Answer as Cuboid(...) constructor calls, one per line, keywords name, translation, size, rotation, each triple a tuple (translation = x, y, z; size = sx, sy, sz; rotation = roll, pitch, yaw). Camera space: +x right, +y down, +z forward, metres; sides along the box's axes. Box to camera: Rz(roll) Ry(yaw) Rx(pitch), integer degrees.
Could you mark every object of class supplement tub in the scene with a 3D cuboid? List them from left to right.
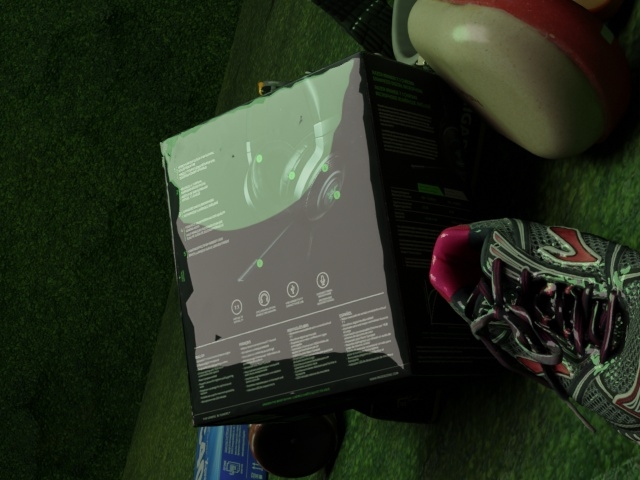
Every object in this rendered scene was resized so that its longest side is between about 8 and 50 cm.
Cuboid(name="supplement tub", translation=(-0.039, 0.191, 1.487), size=(0.198, 0.106, 0.106), rotation=(-105, 32, -64))

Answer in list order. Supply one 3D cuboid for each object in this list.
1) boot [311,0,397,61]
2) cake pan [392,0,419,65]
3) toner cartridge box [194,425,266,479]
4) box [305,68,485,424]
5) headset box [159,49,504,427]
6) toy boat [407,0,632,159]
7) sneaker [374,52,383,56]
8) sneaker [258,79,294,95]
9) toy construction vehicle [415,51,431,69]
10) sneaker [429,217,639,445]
Cuboid(name="boot", translation=(0.014, -0.325, 1.550), size=(0.083, 0.246, 0.161), rotation=(-40, 23, 4))
Cuboid(name="cake pan", translation=(0.152, -0.323, 1.328), size=(0.293, 0.054, 0.293), rotation=(-166, 90, -77))
Cuboid(name="toner cartridge box", translation=(-0.133, 0.289, 1.852), size=(0.348, 0.075, 0.165), rotation=(-89, 19, -46))
Cuboid(name="box", translation=(0.045, -0.006, 1.214), size=(0.257, 0.079, 0.322), rotation=(13, 94, 64))
Cuboid(name="headset box", translation=(0.000, 0.000, 1.058), size=(0.246, 0.131, 0.283), rotation=(-20, 73, 38))
Cuboid(name="toy boat", translation=(0.172, -0.161, 0.947), size=(0.151, 0.151, 0.231), rotation=(-45, 17, 4))
Cuboid(name="sneaker", translation=(0.084, -0.166, 1.439), size=(0.063, 0.075, 0.170), rotation=(-50, -8, 0))
Cuboid(name="sneaker", translation=(-0.092, -0.202, 2.188), size=(0.084, 0.083, 0.215), rotation=(-94, 21, -50))
Cuboid(name="toy construction vehicle", translation=(0.132, -0.170, 1.118), size=(0.086, 0.098, 0.035), rotation=(13, 98, 64))
Cuboid(name="sneaker", translation=(0.156, 0.051, 0.782), size=(0.299, 0.112, 0.121), rotation=(-156, 80, -76))
